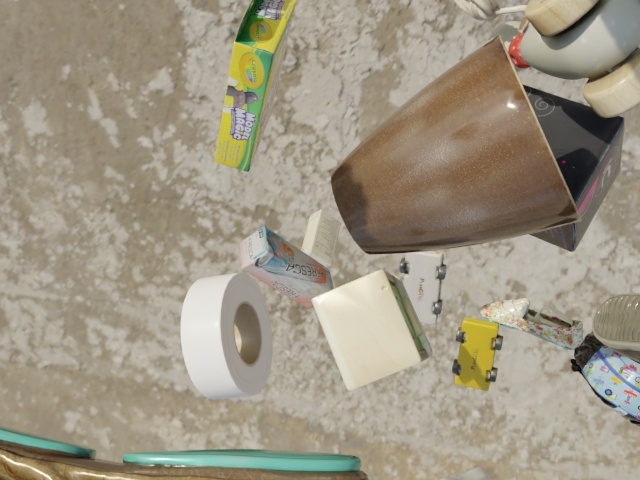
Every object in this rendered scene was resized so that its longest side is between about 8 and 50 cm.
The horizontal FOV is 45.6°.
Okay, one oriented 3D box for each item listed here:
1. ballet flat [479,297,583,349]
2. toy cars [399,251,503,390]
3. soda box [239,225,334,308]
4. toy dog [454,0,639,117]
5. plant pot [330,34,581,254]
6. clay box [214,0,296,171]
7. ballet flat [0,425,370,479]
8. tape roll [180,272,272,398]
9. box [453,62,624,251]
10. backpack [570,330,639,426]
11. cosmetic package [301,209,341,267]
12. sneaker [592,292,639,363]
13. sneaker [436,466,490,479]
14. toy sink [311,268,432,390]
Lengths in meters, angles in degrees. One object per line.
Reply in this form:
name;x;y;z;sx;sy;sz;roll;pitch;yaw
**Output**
ballet flat;0.493;0.176;1.761;0.241;0.091;0.077;19;118;14
toy cars;0.296;0.167;1.720;0.176;0.087;0.394;-31;105;33
soda box;-0.055;0.049;1.295;0.063;0.058;0.183;-32;137;23
toy dog;0.316;-0.275;0.940;0.161;0.334;0.220;-39;125;4
plant pot;0.137;-0.076;0.848;0.230;0.215;0.215;-24;111;18
clay box;-0.080;-0.209;0.953;0.053;0.127;0.222;17;138;-3
ballet flat;-0.142;0.184;0.492;0.342;0.124;0.116;7;164;-2
tape roll;-0.208;0.217;1.746;0.100;0.286;0.286;-9;118;19
box;0.287;-0.126;1.136;0.270;0.165;0.143;26;164;27
backpack;0.489;0.213;1.184;0.158;0.173;0.117;30;105;-1
cosmetic package;0.000;0.000;1.575;0.060;0.115;0.041;35;139;-24
sneaker;0.405;0.109;0.784;0.118;0.083;0.222;32;169;-28
sneaker;0.210;0.444;1.202;0.106;0.290;0.123;-49;59;31
toy sink;0.093;0.144;1.240;0.131;0.234;0.153;-23;78;8
